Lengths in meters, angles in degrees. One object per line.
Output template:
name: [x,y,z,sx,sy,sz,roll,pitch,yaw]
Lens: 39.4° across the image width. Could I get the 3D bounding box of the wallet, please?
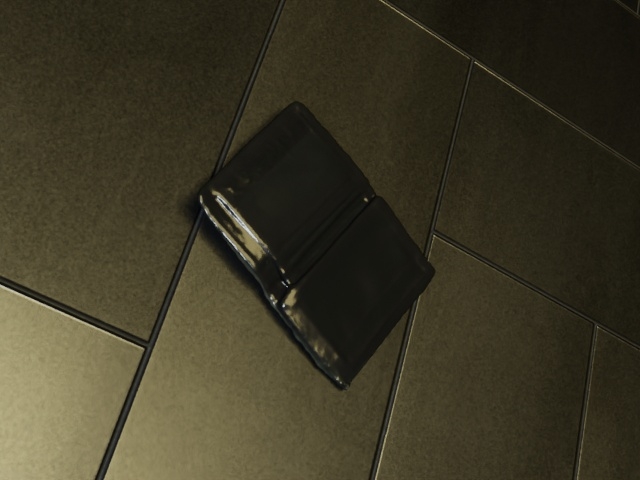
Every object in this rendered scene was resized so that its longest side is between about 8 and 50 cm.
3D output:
wallet: [0.000,0.000,1.186,0.323,0.041,0.247,50,56,-11]
